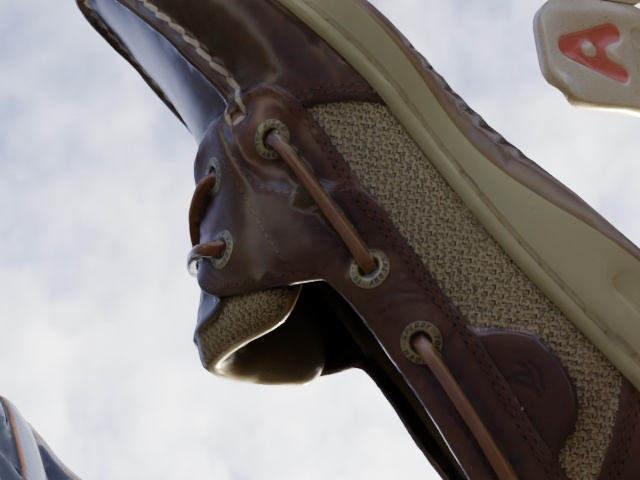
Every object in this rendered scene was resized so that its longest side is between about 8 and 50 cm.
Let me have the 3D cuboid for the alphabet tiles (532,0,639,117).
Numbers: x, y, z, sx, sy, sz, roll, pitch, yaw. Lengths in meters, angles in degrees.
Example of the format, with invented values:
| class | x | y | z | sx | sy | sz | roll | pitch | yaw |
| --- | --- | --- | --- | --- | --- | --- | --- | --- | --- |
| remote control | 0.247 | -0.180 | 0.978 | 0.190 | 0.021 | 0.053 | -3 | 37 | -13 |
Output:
| class | x | y | z | sx | sy | sz | roll | pitch | yaw |
| --- | --- | --- | --- | --- | --- | --- | --- | --- | --- |
| alphabet tiles | 0.221 | -0.134 | 0.781 | 0.277 | 0.284 | 0.021 | 4 | -24 | -24 |

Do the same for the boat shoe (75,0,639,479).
| class | x | y | z | sx | sy | sz | roll | pitch | yaw |
| --- | --- | --- | --- | --- | --- | --- | --- | --- | --- |
| boat shoe | 0.000 | 0.000 | 0.563 | 0.123 | 0.342 | 0.123 | -41 | -25 | -10 |

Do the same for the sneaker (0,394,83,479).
| class | x | y | z | sx | sy | sz | roll | pitch | yaw |
| --- | --- | --- | --- | --- | --- | --- | --- | --- | --- |
| sneaker | -0.178 | 0.215 | 0.891 | 0.126 | 0.321 | 0.127 | -32 | -33 | 20 |
